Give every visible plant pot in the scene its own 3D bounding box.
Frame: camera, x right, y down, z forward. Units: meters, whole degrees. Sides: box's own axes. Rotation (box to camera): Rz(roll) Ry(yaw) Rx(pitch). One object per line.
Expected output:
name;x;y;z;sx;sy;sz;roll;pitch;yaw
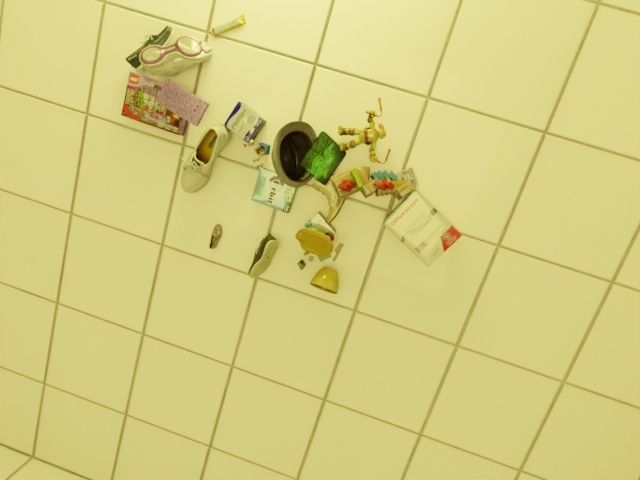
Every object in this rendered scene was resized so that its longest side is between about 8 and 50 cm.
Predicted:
plant pot;0.029;0.177;1.910;0.134;0.134;0.095;20;77;4

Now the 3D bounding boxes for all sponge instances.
sponge;-0.607;-0.606;1.830;0.210;0.031;0.117;31;103;-1

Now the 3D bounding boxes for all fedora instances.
fedora;-0.127;-0.369;1.789;0.124;0.243;0.276;16;124;50

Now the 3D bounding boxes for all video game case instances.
video game case;0.359;-0.262;1.823;0.121;0.011;0.087;-19;97;12

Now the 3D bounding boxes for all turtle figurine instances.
turtle figurine;0.187;-0.458;1.771;0.217;0.087;0.270;-3;109;14

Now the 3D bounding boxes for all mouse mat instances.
mouse mat;0.014;-0.355;1.794;0.152;0.007;0.190;38;78;-22

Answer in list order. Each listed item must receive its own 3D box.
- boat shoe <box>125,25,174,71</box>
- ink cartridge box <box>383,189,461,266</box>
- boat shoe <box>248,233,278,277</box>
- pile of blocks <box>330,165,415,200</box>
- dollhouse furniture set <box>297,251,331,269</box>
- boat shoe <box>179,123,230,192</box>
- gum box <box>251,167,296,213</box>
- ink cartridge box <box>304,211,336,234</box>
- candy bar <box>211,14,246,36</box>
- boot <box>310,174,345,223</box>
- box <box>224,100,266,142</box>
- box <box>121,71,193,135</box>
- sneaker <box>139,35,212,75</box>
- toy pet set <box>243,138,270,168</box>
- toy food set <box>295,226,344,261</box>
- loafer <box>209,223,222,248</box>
boat shoe;-0.749;-0.854;1.825;0.254;0.095;0.079;-33;130;20
ink cartridge box;0.434;-0.058;1.799;0.273;0.114;0.197;44;105;-3
boat shoe;-0.277;0.076;1.963;0.079;0.083;0.233;47;116;37
pile of blocks;0.226;-0.252;1.757;0.361;0.112;0.149;1;84;-2
dollhouse furniture set;-0.031;0.078;1.924;0.151;0.058;0.076;-26;97;13
boat shoe;-0.538;-0.352;1.852;0.135;0.156;0.367;41;112;-2
gum box;-0.207;-0.228;1.898;0.184;0.041;0.157;21;103;3
ink cartridge box;0.000;-0.056;1.896;0.088;0.052;0.122;-40;92;15
candy bar;-0.398;-0.928;1.800;0.161;0.018;0.040;-16;98;10
boot;0.028;-0.200;1.851;0.164;0.077;0.213;27;97;1
box;-0.333;-0.521;1.844;0.137;0.072;0.126;38;103;0
box;-0.742;-0.620;1.892;0.292;0.057;0.201;19;103;4
sneaker;-0.625;-0.799;1.820;0.304;0.152;0.114;-15;83;-11
toy pet set;-0.263;-0.392;1.837;0.065;0.114;0.122;-28;96;22
toy food set;0.000;0.000;1.852;0.217;0.071;0.128;22;130;8
loafer;-0.501;-0.016;1.984;0.045;0.039;0.125;20;103;5
